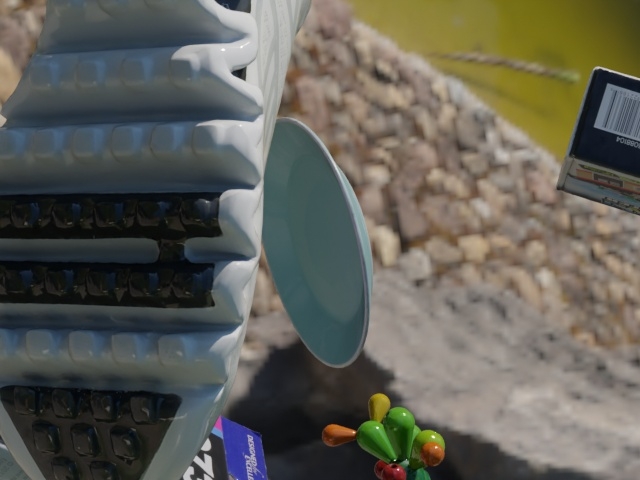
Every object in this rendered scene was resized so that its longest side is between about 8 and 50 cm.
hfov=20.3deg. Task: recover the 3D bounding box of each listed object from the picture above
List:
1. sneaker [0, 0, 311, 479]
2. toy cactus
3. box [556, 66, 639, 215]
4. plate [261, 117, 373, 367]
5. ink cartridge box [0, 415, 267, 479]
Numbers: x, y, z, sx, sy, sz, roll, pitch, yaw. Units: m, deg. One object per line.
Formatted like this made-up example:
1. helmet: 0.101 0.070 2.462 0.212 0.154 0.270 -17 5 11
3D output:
1. sneaker: -0.048 -0.056 0.606 0.118 0.110 0.292 2 95 -67
2. toy cactus: 0.071 0.242 1.622 0.219 0.112 0.180 -116 -164 -79
3. box: 0.195 -0.011 0.676 0.114 0.207 0.036 38 70 -83
4. plate: 0.000 0.000 1.303 0.024 0.188 0.188 -14 95 -21
5. ink cartridge box: -0.153 0.097 1.060 0.371 0.069 0.176 31 29 -31
